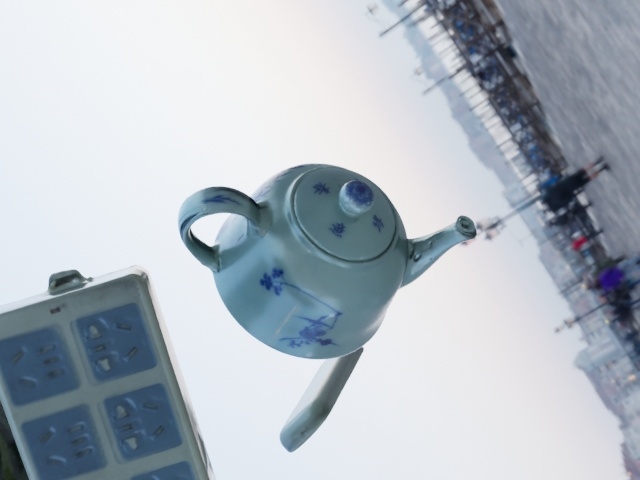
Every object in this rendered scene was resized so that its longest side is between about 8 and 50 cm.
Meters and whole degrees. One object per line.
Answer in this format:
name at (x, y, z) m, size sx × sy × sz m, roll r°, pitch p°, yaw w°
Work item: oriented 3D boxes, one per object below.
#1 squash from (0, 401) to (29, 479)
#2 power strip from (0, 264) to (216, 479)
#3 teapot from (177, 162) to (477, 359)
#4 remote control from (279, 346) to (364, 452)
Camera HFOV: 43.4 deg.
squash at (-0.307, 0.188, 0.642) m, size 0.218 × 0.172 × 0.218 m, roll 19°, pitch -157°, yaw -9°
power strip at (-0.110, 0.195, 0.519) m, size 0.043 × 0.106 × 0.367 m, roll -126°, pitch 19°, yaw -81°
teapot at (0.000, 0.000, 0.638) m, size 0.232 × 0.159 × 0.159 m, roll 7°, pitch -142°, yaw -21°
remote control at (0.006, 0.215, 1.164) m, size 0.038 × 0.090 × 0.309 m, roll 44°, pitch -166°, yaw 2°
